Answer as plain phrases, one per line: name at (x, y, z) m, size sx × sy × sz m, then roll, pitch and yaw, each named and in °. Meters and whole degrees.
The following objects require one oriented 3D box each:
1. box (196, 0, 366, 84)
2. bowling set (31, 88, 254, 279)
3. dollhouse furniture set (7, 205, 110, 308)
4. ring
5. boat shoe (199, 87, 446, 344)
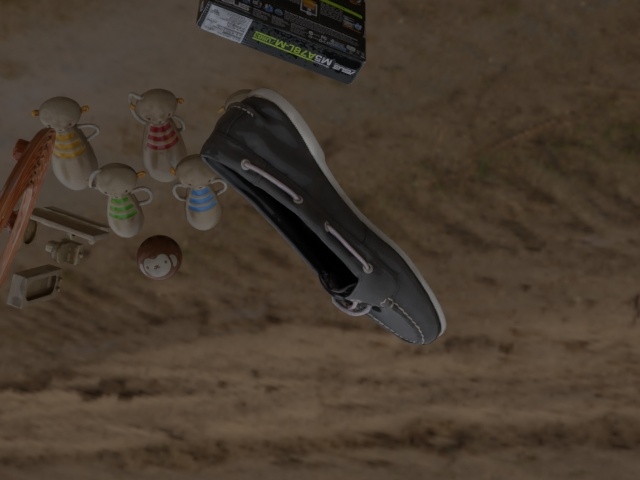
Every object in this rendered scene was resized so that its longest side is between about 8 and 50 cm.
box at (-0.040, -0.279, 1.374) m, size 0.190 × 0.184 × 0.045 m, roll 18°, pitch 133°, yaw -19°
bowling set at (-0.181, -0.071, 1.420) m, size 0.287 × 0.200 × 0.154 m, roll -11°, pitch 148°, yaw -7°
dollhouse furniture set at (-0.385, 0.038, 1.840) m, size 0.123 × 0.151 × 0.144 m, roll 18°, pitch -170°, yaw 13°
ring at (-0.328, 0.044, 1.136) m, size 0.032 × 0.337 × 0.336 m, roll 22°, pitch 156°, yaw -9°
boat shoe at (0.000, 0.000, 1.239) m, size 0.335 × 0.095 × 0.112 m, roll 52°, pitch 156°, yaw -19°
